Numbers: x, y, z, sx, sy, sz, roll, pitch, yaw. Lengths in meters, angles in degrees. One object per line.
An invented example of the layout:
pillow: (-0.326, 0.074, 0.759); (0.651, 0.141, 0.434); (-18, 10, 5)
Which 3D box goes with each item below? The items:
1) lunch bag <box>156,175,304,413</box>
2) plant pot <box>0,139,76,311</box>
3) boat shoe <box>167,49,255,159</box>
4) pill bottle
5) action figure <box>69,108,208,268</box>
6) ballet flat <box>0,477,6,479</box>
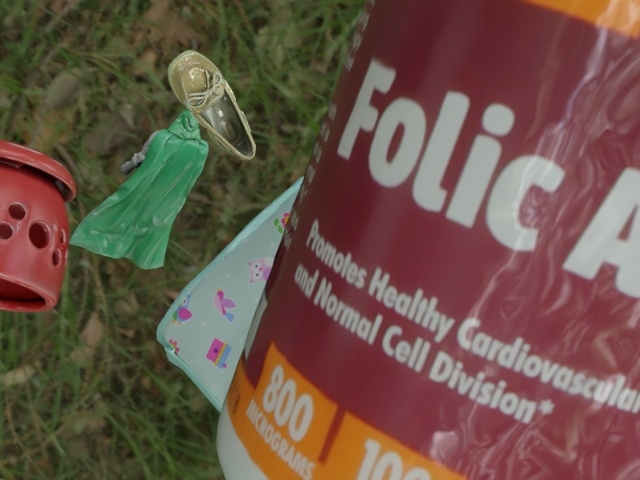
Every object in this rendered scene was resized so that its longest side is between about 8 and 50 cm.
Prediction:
lunch bag: (-0.034, 0.099, 1.234); (0.262, 0.223, 0.160); (-42, 155, -8)
plant pot: (-0.391, -0.021, 1.276); (0.191, 0.191, 0.174); (28, 66, -46)
boat shoe: (-0.114, -0.145, 1.161); (0.056, 0.048, 0.153); (-40, 141, -11)
pill bottle: (0.119, -0.051, 0.430); (0.224, 0.224, 0.392); (5, 111, -43)
action figure: (-0.211, -0.073, 1.352); (0.137, 0.063, 0.232); (14, 125, -37)
ballet flat: (-0.352, 0.374, 0.949); (0.124, 0.116, 0.342); (20, 60, -25)
